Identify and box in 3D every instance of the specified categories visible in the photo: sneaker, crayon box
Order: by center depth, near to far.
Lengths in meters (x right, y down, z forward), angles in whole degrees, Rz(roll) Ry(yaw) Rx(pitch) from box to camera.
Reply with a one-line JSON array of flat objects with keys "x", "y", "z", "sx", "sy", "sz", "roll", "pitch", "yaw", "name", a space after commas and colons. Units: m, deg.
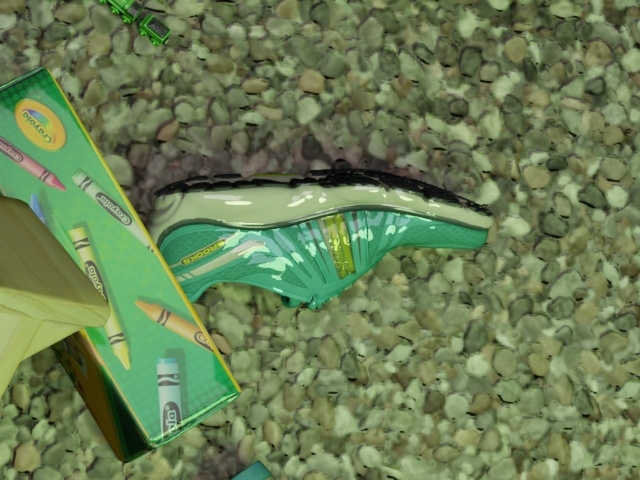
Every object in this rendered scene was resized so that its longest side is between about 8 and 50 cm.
[{"x": -0.174, "y": 0.024, "z": 1.432, "sx": 0.081, "sy": 0.165, "sz": 0.278, "roll": -31, "pitch": 88, "yaw": -16, "name": "crayon box"}, {"x": 0.000, "y": 0.000, "z": 1.527, "sx": 0.275, "sy": 0.107, "sz": 0.110, "roll": -3, "pitch": 100, "yaw": -9, "name": "sneaker"}]

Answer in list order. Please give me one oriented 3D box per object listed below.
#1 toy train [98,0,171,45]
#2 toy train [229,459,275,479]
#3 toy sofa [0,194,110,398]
[{"x": -0.155, "y": -0.187, "z": 1.547, "sx": 0.083, "sy": 0.024, "sz": 0.017, "roll": 39, "pitch": 74, "yaw": -5, "name": "toy train"}, {"x": -0.086, "y": 0.281, "z": 1.426, "sx": 0.248, "sy": 0.105, "sz": 0.143, "roll": -36, "pitch": 78, "yaw": -29, "name": "toy train"}, {"x": -0.310, "y": 0.134, "z": 1.280, "sx": 0.177, "sy": 0.150, "sz": 0.362, "roll": 14, "pitch": 112, "yaw": -40, "name": "toy sofa"}]
